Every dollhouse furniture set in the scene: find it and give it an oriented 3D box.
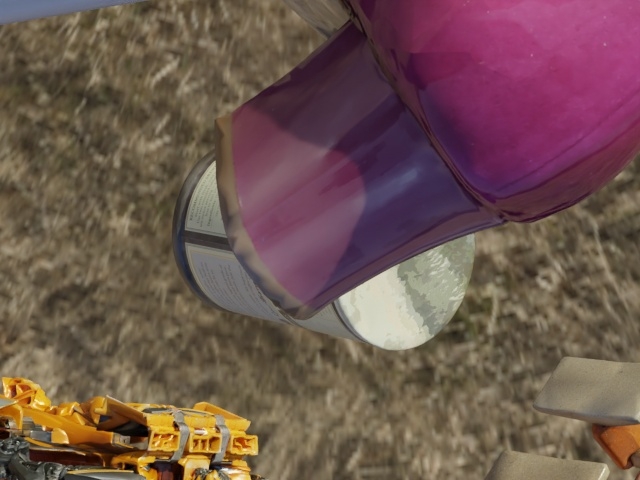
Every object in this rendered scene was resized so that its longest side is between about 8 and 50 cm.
[{"bbox_3d":[0.181,0.236,1.064,0.262,0.135,0.259,48,65,-27],"label":"dollhouse furniture set"}]

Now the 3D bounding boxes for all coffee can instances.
[{"bbox_3d":[0.000,0.000,1.862,0.201,0.275,0.201,-8,102,-40],"label":"coffee can"}]

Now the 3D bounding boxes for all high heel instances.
[{"bbox_3d":[0.043,-0.143,0.669,0.181,0.377,0.127,-30,136,21],"label":"high heel"}]

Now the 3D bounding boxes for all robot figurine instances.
[{"bbox_3d":[-0.171,0.147,1.223,0.291,0.211,0.085,4,86,39],"label":"robot figurine"}]

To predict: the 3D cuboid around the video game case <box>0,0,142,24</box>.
[{"bbox_3d":[-0.153,-0.185,0.422,0.329,0.036,0.300,-4,123,33],"label":"video game case"}]
